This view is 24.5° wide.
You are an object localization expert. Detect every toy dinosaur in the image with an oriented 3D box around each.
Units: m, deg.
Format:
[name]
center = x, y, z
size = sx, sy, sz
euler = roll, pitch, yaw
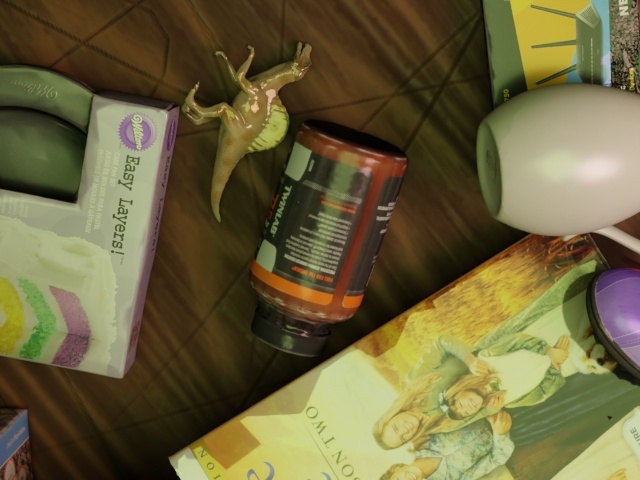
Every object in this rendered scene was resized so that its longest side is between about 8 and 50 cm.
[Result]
[toy dinosaur]
center = -0.077, -0.106, 1.313
size = 0.093, 0.053, 0.183
euler = 31, 101, -5

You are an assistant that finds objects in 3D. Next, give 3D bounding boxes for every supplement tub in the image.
[supplement tub]
center = 0.000, 0.000, 1.302
size = 0.106, 0.106, 0.197
euler = 19, 101, -1

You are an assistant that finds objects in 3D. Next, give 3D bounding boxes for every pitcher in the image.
[pitcher]
center = 0.241, -0.049, 1.237
size = 0.207, 0.125, 0.177
euler = -7, 119, -7

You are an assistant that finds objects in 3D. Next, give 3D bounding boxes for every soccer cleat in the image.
[soccer cleat]
center = 0.368, 0.088, 1.247
size = 0.318, 0.108, 0.116
euler = 25, 144, -22

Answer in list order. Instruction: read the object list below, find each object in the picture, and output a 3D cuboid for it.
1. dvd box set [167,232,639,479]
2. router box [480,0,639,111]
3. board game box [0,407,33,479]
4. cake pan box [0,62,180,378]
[dvd box set]
center = 0.122, 0.207, 1.299
size = 0.420, 0.062, 0.307
euler = -31, 86, -1
[router box]
center = 0.211, -0.164, 1.288
size = 0.133, 0.046, 0.178
euler = -7, 101, 4
[board game box]
center = -0.350, 0.322, 1.318
size = 0.141, 0.232, 0.291
euler = -2, 102, 7
[cake pan box]
center = -0.268, -0.027, 1.333
size = 0.246, 0.070, 0.266
euler = 12, 101, -1
